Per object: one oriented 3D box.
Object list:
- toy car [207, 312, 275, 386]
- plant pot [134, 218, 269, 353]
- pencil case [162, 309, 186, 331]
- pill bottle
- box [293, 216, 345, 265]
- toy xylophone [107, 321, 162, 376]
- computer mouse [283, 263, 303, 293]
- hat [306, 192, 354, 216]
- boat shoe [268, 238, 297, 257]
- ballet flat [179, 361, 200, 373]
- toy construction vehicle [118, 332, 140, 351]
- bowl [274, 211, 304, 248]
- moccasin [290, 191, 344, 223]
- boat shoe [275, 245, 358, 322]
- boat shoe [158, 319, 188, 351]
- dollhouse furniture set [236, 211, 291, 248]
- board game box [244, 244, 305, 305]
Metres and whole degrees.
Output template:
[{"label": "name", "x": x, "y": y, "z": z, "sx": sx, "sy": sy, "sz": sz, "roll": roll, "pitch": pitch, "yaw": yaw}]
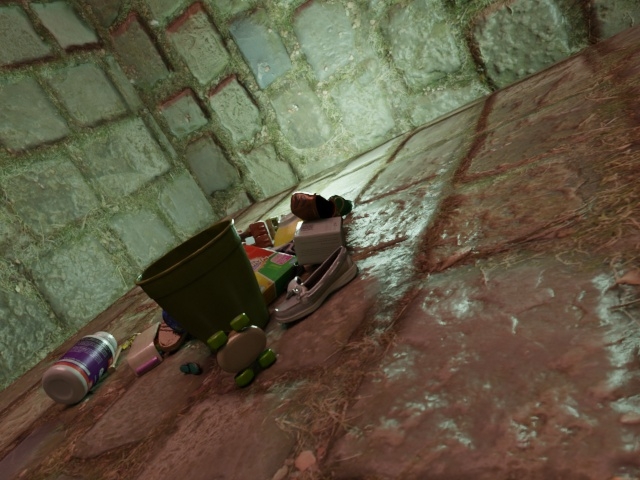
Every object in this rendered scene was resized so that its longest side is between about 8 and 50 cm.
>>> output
[{"label": "toy car", "x": -0.239, "y": 0.305, "z": 1.308, "sx": 0.149, "sy": 0.155, "sz": 0.188, "roll": -37, "pitch": 7, "yaw": -22}, {"label": "plant pot", "x": -0.358, "y": 0.174, "z": 1.530, "sx": 0.366, "sy": 0.353, "sz": 0.366, "roll": -28, "pitch": 16, "yaw": 9}, {"label": "pencil case", "x": -0.520, "y": 0.216, "z": 1.827, "sx": 0.119, "sy": 0.133, "sz": 0.306, "roll": -20, "pitch": 32, "yaw": 35}, {"label": "pill bottle", "x": -1.012, "y": 0.531, "z": 1.953, "sx": 0.181, "sy": 0.182, "sz": 0.323, "roll": -26, "pitch": 16, "yaw": 15}, {"label": "box", "x": 0.000, "y": 0.000, "z": 1.753, "sx": 0.181, "sy": 0.119, "sz": 0.181, "roll": -8, "pitch": 20, "yaw": 6}, {"label": "toy xylophone", "x": -0.728, "y": 0.447, "z": 1.870, "sx": 0.236, "sy": 0.081, "sz": 0.323, "roll": -30, "pitch": 16, "yaw": 2}, {"label": "computer mouse", "x": -0.097, "y": 0.156, "z": 1.620, "sx": 0.106, "sy": 0.042, "sz": 0.193, "roll": -63, "pitch": 15, "yaw": 7}, {"label": "hat", "x": 0.056, "y": -0.218, "z": 2.219, "sx": 0.172, "sy": 0.184, "sz": 0.209, "roll": -10, "pitch": 32, "yaw": 16}, {"label": "boat shoe", "x": -0.117, "y": 0.048, "z": 1.939, "sx": 0.301, "sy": 0.108, "sz": 0.102, "roll": -23, "pitch": 24, "yaw": 20}, {"label": "ballet flat", "x": -0.419, "y": 0.413, "z": 1.494, "sx": 0.114, "sy": 0.041, "sz": 0.041, "roll": -14, "pitch": 23, "yaw": 44}, {"label": "toy construction vehicle", "x": -0.918, "y": 0.486, "z": 2.188, "sx": 0.098, "sy": 0.035, "sz": 0.086, "roll": -24, "pitch": 17, "yaw": 24}, {"label": "bowl", "x": -0.111, "y": -0.050, "z": 2.136, "sx": 0.289, "sy": 0.156, "sz": 0.289, "roll": -28, "pitch": 15, "yaw": 8}, {"label": "moccasin", "x": 0.017, "y": -0.121, "z": 1.915, "sx": 0.146, "sy": 0.380, "sz": 0.139, "roll": -2, "pitch": 72, "yaw": 24}, {"label": "boat shoe", "x": -0.023, "y": 0.145, "z": 1.466, "sx": 0.320, "sy": 0.103, "sz": 0.118, "roll": -35, "pitch": 16, "yaw": -15}, {"label": "boat shoe", "x": -0.568, "y": 0.332, "z": 1.892, "sx": 0.121, "sy": 0.110, "sz": 0.341, "roll": -2, "pitch": 40, "yaw": 9}, {"label": "dollhouse furniture set", "x": -0.305, "y": -0.030, "z": 2.526, "sx": 0.201, "sy": 0.152, "sz": 0.374, "roll": -19, "pitch": 2, "yaw": 38}, {"label": "board game box", "x": -0.258, "y": 0.130, "z": 1.816, "sx": 0.316, "sy": 0.064, "sz": 0.242, "roll": 11, "pitch": 39, "yaw": 37}]
